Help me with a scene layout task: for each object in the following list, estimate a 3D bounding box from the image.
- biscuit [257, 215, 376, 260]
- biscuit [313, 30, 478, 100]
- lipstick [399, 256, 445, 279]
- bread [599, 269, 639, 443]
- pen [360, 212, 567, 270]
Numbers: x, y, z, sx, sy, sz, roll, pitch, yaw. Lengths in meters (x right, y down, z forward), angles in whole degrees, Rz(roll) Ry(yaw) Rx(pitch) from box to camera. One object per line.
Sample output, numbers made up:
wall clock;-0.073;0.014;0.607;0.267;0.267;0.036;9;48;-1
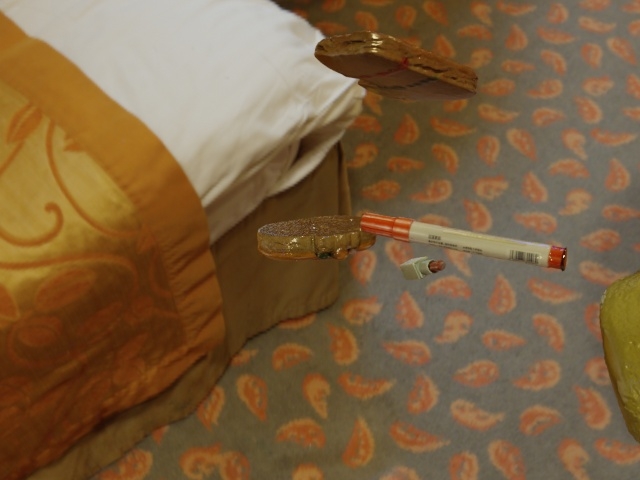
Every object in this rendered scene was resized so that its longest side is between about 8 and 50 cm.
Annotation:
biscuit;0.000;0.004;1.126;0.171;0.170;0.050;-6;101;-6
biscuit;0.105;-0.272;1.347;0.277;0.262;0.052;11;91;-38
lipstick;0.172;0.044;1.350;0.030;0.129;0.030;-26;93;-18
bread;0.463;0.144;1.020;0.270;0.148;0.269;18;63;-40
pen;0.154;0.000;0.921;0.239;0.028;0.028;12;55;27
